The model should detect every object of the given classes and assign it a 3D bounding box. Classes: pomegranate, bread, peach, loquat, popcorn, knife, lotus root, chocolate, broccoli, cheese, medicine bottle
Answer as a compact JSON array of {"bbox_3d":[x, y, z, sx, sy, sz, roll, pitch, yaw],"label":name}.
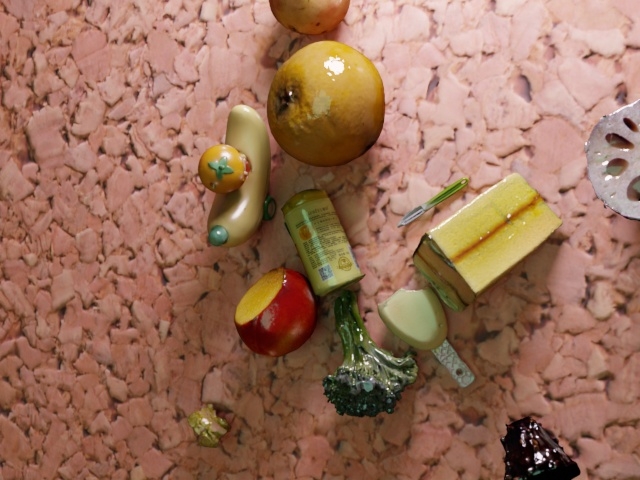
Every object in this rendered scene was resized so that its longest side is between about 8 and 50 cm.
[{"bbox_3d":[-0.026,-0.546,1.555,0.191,0.191,0.191,0,90,22],"label":"pomegranate"},{"bbox_3d":[0.346,0.009,1.487,0.264,0.163,0.167,-34,75,-13],"label":"bread"},{"bbox_3d":[-0.102,0.157,1.586,0.190,0.190,0.192,-2,109,22],"label":"peach"},{"bbox_3d":[0.010,-0.288,1.505,0.263,0.263,0.263,0,90,22],"label":"loquat"},{"bbox_3d":[-0.271,0.448,1.706,0.089,0.109,0.097,-38,114,-13],"label":"popcorn"},{"bbox_3d":[0.242,-0.082,1.536,0.184,0.026,0.022,-34,118,16],"label":"knife"},{"bbox_3d":[0.635,-0.138,1.296,0.272,0.192,0.272,-4,82,29],"label":"lotus root"},{"bbox_3d":[0.428,0.422,1.427,0.156,0.156,0.133,-28,53,19],"label":"chocolate"},{"bbox_3d":[0.112,0.244,1.533,0.199,0.177,0.274,0,74,20],"label":"broccoli"},{"bbox_3d":[0.241,0.205,1.521,0.127,0.050,0.255,-40,83,3],"label":"cheese"},{"bbox_3d":[0.000,0.000,1.581,0.124,0.124,0.238,-28,78,19],"label":"medicine bottle"}]

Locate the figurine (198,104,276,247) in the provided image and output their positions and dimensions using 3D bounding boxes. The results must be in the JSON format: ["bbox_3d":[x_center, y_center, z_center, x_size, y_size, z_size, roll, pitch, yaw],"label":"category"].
[{"bbox_3d":[-0.197,-0.146,1.602,0.124,0.222,0.324,7,94,24],"label":"figurine"}]
